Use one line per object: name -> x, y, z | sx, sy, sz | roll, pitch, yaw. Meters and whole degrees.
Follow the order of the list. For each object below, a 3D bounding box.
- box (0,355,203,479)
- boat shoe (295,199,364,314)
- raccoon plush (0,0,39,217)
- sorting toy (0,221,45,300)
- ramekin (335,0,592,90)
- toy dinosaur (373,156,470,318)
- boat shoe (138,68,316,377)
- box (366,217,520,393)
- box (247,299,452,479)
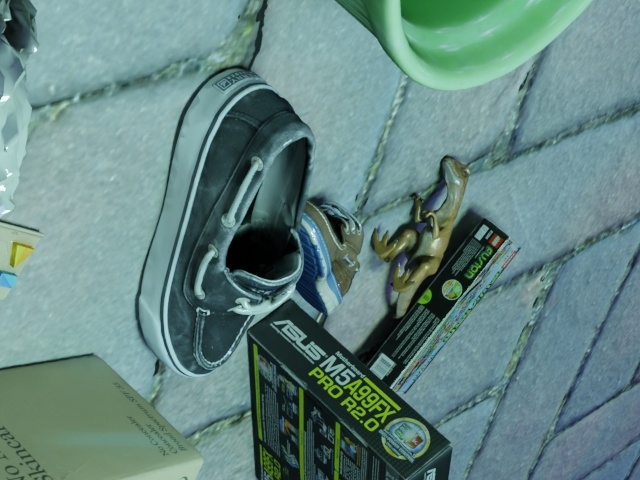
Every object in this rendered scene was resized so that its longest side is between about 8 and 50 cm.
box -> -0.250, 0.186, 1.067 | 0.311, 0.148, 0.121 | -6, 129, -55
boat shoe -> 0.000, 0.000, 1.300 | 0.066, 0.066, 0.183 | -48, 163, -14
raccoon plush -> -0.077, -0.239, 0.527 | 0.216, 0.446, 0.299 | 15, 126, -46
sorting toy -> -0.230, 0.014, 1.023 | 0.062, 0.012, 0.083 | -54, 153, 9
ramekin -> 0.105, -0.269, 1.021 | 0.303, 0.148, 0.303 | -35, 149, -25
toy dinosaur -> 0.098, 0.022, 1.462 | 0.112, 0.064, 0.212 | -15, 137, -50
boat shoe -> -0.063, 0.012, 1.169 | 0.108, 0.102, 0.301 | -24, 143, -40
box -> 0.130, 0.072, 1.574 | 0.207, 0.036, 0.114 | -52, 165, 4
box -> 0.024, 0.213, 1.424 | 0.060, 0.216, 0.270 | -34, 148, -25
